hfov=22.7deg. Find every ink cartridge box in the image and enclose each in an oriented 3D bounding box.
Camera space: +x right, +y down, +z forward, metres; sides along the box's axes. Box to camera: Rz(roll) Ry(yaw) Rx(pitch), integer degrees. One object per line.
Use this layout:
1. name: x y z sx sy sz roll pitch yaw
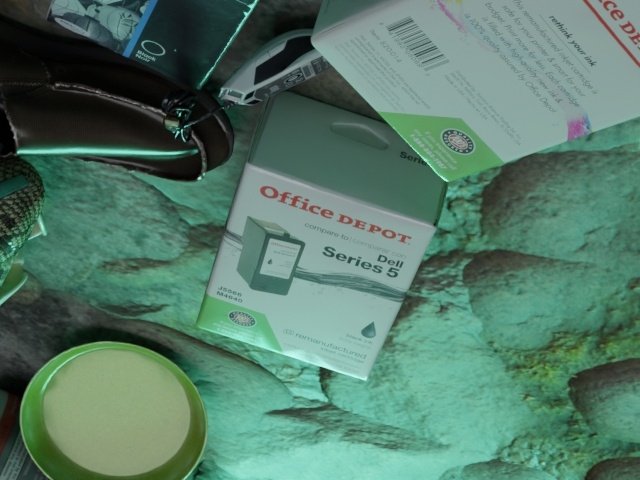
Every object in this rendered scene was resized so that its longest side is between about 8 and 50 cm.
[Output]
1. ink cartridge box: 0.193 -0.196 1.318 0.353 0.119 0.207 -18 131 39
2. ink cartridge box: 0.000 0.000 1.638 0.198 0.114 0.273 18 139 -2
3. ink cartridge box: -0.129 -0.244 1.370 0.165 0.065 0.332 25 157 -9

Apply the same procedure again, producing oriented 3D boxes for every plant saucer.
1. plant saucer: -0.264 0.228 2.050 0.241 0.037 0.241 0 114 1

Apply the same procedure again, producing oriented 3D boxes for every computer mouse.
1. computer mouse: -0.063 -0.154 1.489 0.193 0.042 0.106 -26 171 0

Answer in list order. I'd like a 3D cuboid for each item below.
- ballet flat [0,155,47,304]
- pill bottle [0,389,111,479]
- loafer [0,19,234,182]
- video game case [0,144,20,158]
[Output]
1. ballet flat: -0.393 0.021 1.775 0.164 0.182 0.483 58 153 3
2. pill bottle: -0.331 0.367 2.186 0.363 0.210 0.210 26 143 -12
3. loafer: -0.269 -0.121 1.592 0.366 0.130 0.134 16 144 2
4. video game case: -0.474 -0.068 1.703 0.210 0.042 0.232 -19 165 30
